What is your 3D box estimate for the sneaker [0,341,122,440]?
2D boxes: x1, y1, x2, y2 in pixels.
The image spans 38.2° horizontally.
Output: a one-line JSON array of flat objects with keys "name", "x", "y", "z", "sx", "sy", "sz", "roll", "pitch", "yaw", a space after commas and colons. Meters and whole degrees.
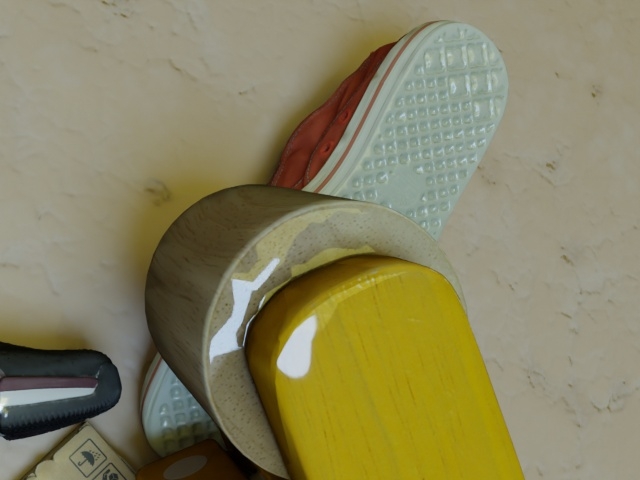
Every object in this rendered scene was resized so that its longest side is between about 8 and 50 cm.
[{"name": "sneaker", "x": -0.240, "y": 0.023, "z": 0.456, "sx": 0.281, "sy": 0.106, "sz": 0.163, "roll": 2, "pitch": 73, "yaw": -27}]

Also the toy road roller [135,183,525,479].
[{"name": "toy road roller", "x": -0.037, "y": 0.156, "z": 0.427, "sx": 0.240, "sy": 0.202, "sz": 0.330, "roll": -22, "pitch": 103, "yaw": -17}]

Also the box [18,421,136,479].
[{"name": "box", "x": -0.125, "y": 0.230, "z": 0.507, "sx": 0.164, "sy": 0.021, "sz": 0.201, "roll": -43, "pitch": 99, "yaw": -29}]

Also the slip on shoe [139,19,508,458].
[{"name": "slip on shoe", "x": 0.000, "y": 0.000, "z": 0.594, "sx": 0.123, "sy": 0.101, "sz": 0.331, "roll": 40, "pitch": 75, "yaw": -26}]
